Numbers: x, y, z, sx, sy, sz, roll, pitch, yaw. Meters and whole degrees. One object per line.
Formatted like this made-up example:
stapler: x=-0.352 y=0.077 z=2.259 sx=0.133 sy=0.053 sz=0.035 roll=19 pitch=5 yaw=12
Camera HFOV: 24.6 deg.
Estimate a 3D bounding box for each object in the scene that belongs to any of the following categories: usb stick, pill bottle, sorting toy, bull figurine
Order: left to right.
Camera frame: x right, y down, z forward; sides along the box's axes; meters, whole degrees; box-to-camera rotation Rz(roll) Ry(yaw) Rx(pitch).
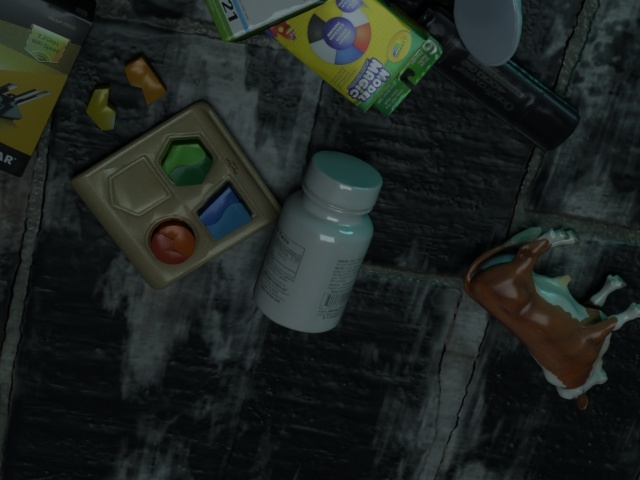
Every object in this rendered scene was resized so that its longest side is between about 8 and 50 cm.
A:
sorting toy: x=-0.219 y=-0.089 z=1.989 sx=0.229 sy=0.041 sz=0.307 roll=-29 pitch=118 yaw=11
pill bottle: x=0.000 y=0.000 z=2.005 sx=0.131 sy=0.131 sz=0.229 roll=14 pitch=117 yaw=-12
usb stick: x=0.229 y=-0.215 z=1.953 sx=0.278 sy=0.045 sz=0.077 roll=33 pitch=118 yaw=-21
bull figurine: x=0.348 y=0.106 z=2.112 sx=0.188 sy=0.101 sz=0.310 roll=-43 pitch=116 yaw=14

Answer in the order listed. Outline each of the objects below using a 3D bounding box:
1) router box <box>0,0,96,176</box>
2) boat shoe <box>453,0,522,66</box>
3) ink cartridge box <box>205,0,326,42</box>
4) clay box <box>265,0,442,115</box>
router box: x=-0.472 y=-0.250 z=1.857 sx=0.308 sy=0.081 sz=0.243 roll=22 pitch=115 yaw=-16
boat shoe: x=0.218 y=-0.350 z=1.849 sx=0.095 sy=0.084 sz=0.258 roll=10 pitch=123 yaw=31
ink cartridge box: x=-0.031 y=-0.376 z=1.771 sx=0.255 sy=0.097 sz=0.189 roll=-22 pitch=96 yaw=12
clay box: x=0.037 y=-0.265 z=1.877 sx=0.222 sy=0.053 sz=0.127 roll=38 pitch=111 yaw=-6
